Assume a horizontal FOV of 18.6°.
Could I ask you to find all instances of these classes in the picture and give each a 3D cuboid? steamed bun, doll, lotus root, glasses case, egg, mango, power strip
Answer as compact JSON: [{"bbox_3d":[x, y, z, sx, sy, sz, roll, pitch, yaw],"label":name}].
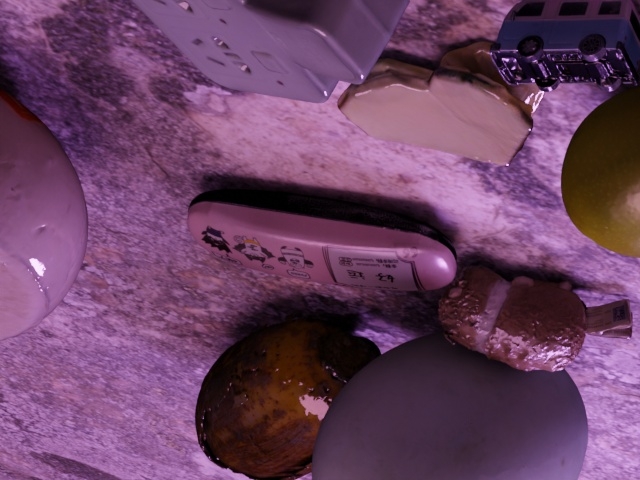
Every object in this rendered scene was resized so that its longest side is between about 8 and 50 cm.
[{"bbox_3d":[-0.427,-0.058,2.132,0.374,0.241,0.374,14,150,8],"label":"steamed bun"},{"bbox_3d":[0.242,0.093,2.217,0.221,0.115,0.105,10,145,-1],"label":"doll"},{"bbox_3d":[-0.047,0.206,2.547,0.196,0.179,0.397,38,147,-7],"label":"lotus root"},{"bbox_3d":[0.000,0.000,2.192,0.314,0.075,0.122,9,157,16],"label":"glasses case"},{"bbox_3d":[0.154,0.247,2.309,0.276,0.276,0.389,-11,-174,45],"label":"egg"},{"bbox_3d":[0.344,-0.079,1.756,0.175,0.143,0.293,36,139,-25],"label":"mango"},{"bbox_3d":[-0.041,-0.231,1.717,0.261,0.141,0.229,13,158,42],"label":"power strip"}]

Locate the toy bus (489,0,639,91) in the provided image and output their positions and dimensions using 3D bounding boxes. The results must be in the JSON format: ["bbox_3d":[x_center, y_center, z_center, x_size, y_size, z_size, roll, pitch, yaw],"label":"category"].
[{"bbox_3d":[0.216,-0.175,1.698,0.123,0.075,0.060,2,151,29],"label":"toy bus"}]

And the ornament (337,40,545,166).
[{"bbox_3d":[0.134,-0.121,1.893,0.201,0.059,0.180,-1,151,39],"label":"ornament"}]
